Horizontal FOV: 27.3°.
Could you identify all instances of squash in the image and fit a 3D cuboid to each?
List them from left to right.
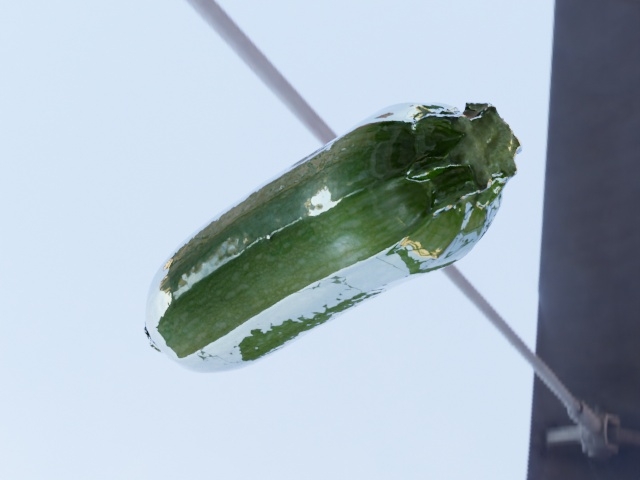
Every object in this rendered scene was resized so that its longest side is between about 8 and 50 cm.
[{"bbox_3d":[0.000,0.000,0.561,0.077,0.219,0.068,-37,-85,-45],"label":"squash"}]
